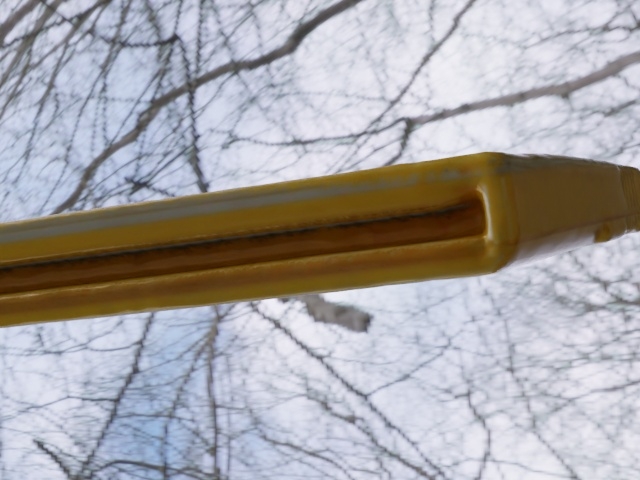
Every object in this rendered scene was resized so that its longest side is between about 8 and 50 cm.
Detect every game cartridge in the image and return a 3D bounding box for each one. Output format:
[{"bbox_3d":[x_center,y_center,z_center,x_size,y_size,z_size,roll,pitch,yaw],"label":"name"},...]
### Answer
[{"bbox_3d":[0.000,0.000,0.733,0.285,0.323,0.053,-7,-92,22],"label":"game cartridge"}]
